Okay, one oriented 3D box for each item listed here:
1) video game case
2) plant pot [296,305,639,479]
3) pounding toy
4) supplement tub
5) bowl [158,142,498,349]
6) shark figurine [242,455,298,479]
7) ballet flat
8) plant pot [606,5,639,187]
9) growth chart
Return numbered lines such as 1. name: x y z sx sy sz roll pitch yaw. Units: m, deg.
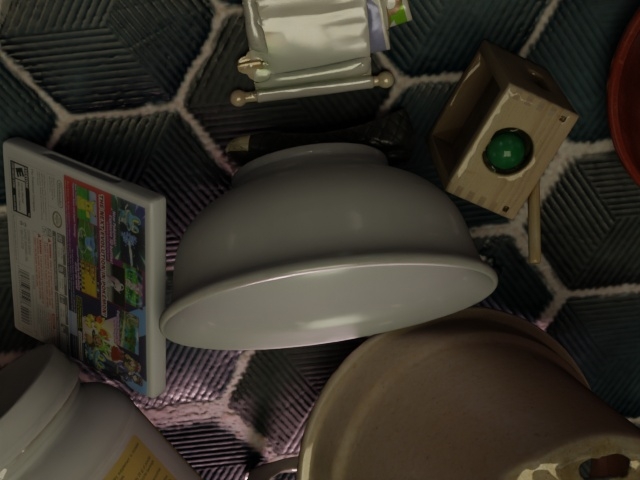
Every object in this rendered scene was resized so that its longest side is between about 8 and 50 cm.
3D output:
1. video game case: -0.213 0.024 1.099 0.183 0.023 0.201 22 123 29
2. plant pot: 0.177 0.244 1.093 0.333 0.305 0.334 -2 96 -16
3. pounding toy: 0.167 -0.079 1.071 0.100 0.141 0.130 22 115 -17
4. supplement tub: -0.215 0.285 1.130 0.241 0.241 0.331 -36 105 14
5. bowl: 0.000 0.000 1.069 0.297 0.298 0.134 -7 75 -1
6. shark figurine: 0.051 0.285 1.280 0.278 0.116 0.166 33 110 -23
7. ballet flat: 0.000 -0.090 1.112 0.173 0.057 0.049 -4 78 -4
8. plant pot: 0.395 -0.084 0.970 0.272 0.265 0.272 -1 114 -1
9. growth chart: 0.004 -0.227 1.043 0.172 0.021 0.237 -3 119 -4
